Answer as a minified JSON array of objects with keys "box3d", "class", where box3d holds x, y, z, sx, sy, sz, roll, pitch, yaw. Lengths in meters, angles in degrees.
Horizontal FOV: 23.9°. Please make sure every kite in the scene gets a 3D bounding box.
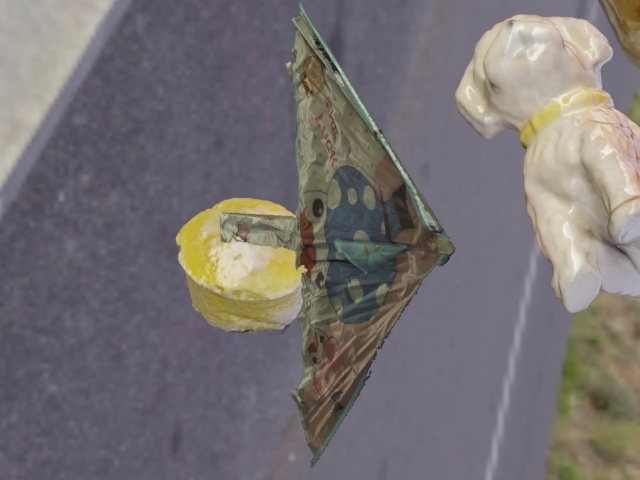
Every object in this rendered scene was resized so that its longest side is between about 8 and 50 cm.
[{"box3d":[-0.001,0.000,1.281,0.014,0.368,0.406,-4,95,-32],"class":"kite"}]

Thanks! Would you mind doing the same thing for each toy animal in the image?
[{"box3d":[0.177,-0.056,0.926,0.184,0.104,0.185,3,43,-43],"class":"toy animal"}]

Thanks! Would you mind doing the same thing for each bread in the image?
[{"box3d":[-0.106,0.039,2.116,0.170,0.197,0.197,97,5,-50],"class":"bread"}]

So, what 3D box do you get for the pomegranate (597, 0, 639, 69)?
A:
[{"box3d":[0.481,-0.343,1.826,0.332,0.332,0.332,1,90,-75],"class":"pomegranate"}]
